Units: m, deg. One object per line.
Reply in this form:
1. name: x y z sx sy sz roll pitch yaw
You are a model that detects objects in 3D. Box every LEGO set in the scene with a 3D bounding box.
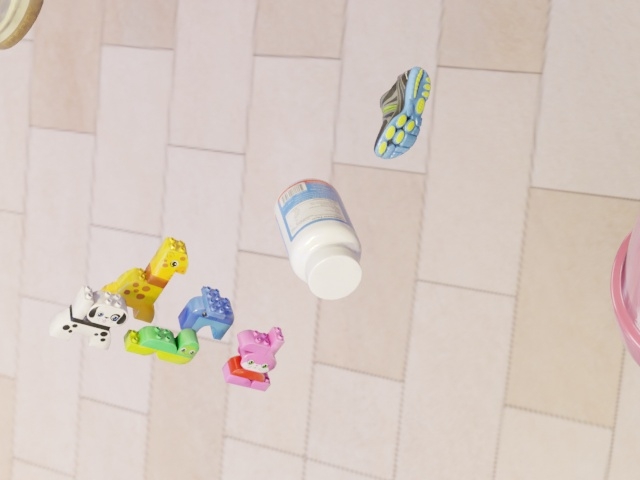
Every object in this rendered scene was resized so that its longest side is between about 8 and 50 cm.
1. LEGO set: -0.132 0.058 0.989 0.093 0.227 0.087 -53 36 27

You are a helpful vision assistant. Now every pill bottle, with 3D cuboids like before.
1. pill bottle: 0.000 0.000 1.787 0.124 0.124 0.221 -52 32 23

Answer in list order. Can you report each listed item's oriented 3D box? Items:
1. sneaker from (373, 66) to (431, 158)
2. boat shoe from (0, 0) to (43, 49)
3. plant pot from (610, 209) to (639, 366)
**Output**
1. sneaker: 0.141 -0.225 1.887 0.078 0.067 0.188 -5 58 52
2. boat shoe: -0.336 -0.269 0.846 0.109 0.098 0.302 -50 62 16
3. plant pot: 0.355 0.019 0.932 0.201 0.180 0.201 -9 57 15
